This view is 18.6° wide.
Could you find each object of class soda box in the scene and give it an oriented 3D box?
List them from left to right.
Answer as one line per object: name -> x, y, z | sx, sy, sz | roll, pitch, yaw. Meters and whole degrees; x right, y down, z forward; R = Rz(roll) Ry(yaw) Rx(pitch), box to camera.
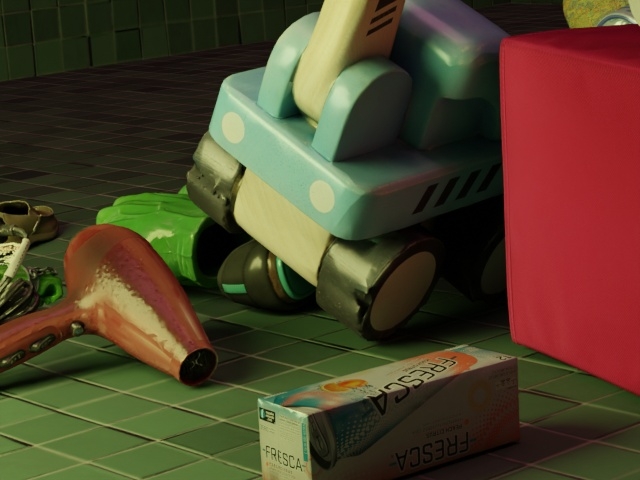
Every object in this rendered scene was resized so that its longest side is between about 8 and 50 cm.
soda box -> 0.049, 0.119, 1.302 | 0.183, 0.063, 0.058 | -12, 15, -36

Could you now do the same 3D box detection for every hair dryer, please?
hair dryer -> -0.214, 0.075, 1.584 | 0.294, 0.080, 0.223 | 4, 48, 20

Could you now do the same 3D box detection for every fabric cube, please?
fabric cube -> 0.310, -0.033, 1.483 | 0.259, 0.254, 0.258 | -8, 12, -22

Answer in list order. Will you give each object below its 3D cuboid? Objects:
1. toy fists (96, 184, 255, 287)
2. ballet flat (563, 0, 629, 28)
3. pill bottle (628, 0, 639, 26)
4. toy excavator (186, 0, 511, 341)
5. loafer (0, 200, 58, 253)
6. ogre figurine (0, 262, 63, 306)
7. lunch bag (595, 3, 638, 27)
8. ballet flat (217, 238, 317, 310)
toy fists -> -0.105, -0.008, 1.899 | 0.142, 0.096, 0.279 | 11, 17, 33
ballet flat -> 0.402, -0.164, 2.064 | 0.348, 0.123, 0.123 | 39, 16, 0
pill bottle -> 0.293, -0.187, 1.425 | 0.137, 0.078, 0.078 | -14, 15, -38
toy excavator -> 0.036, -0.152, 1.566 | 0.433, 0.445, 0.222 | -17, 45, -44
loafer -> -0.325, -0.020, 2.125 | 0.056, 0.050, 0.148 | -1, 12, 12
ogre figurine -> -0.340, 0.044, 1.736 | 0.197, 0.096, 0.118 | 16, 0, 18
lunch bag -> 0.359, -0.132, 1.963 | 0.219, 0.176, 0.090 | 42, 49, 19
ballet flat -> 0.000, 0.000, 1.837 | 0.096, 0.095, 0.280 | -12, 5, 37
